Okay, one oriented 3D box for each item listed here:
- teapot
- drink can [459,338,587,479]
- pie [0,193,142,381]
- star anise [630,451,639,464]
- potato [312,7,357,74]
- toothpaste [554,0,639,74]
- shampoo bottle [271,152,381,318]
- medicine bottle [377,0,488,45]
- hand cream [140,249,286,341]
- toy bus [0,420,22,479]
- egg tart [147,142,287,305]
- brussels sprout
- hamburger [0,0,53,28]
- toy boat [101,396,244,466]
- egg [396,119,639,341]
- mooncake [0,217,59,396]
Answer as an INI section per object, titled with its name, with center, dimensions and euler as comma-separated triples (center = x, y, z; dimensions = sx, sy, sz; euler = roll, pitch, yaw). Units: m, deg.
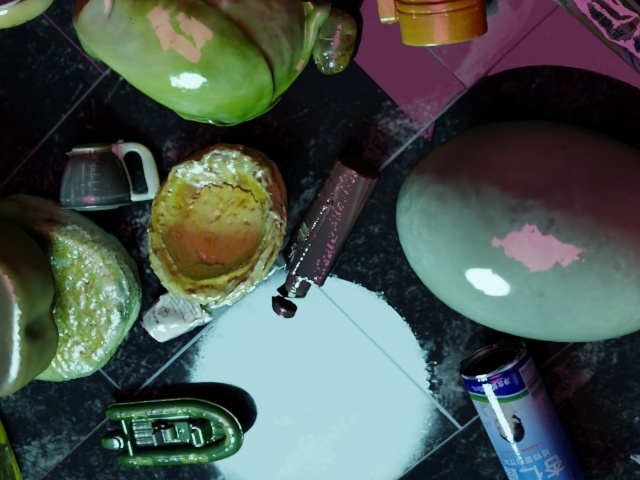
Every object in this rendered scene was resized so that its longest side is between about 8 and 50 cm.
[teapot]
center = -0.281, -0.087, 1.831
dimensions = 0.092, 0.124, 0.090
euler = 5, 100, 56
[drink can]
center = 0.266, 0.248, 1.809
dimensions = 0.097, 0.097, 0.235
euler = -20, 106, 20
[pie]
center = -0.373, 0.069, 1.912
dimensions = 0.277, 0.078, 0.277
euler = 8, 116, 17
[star anise]
center = 0.492, 0.252, 1.772
dimensions = 0.208, 0.063, 0.171
euler = -22, 103, 21
[potato]
center = 0.017, -0.242, 1.705
dimensions = 0.051, 0.040, 0.083
euler = 13, 115, 3
[toothpaste]
center = 0.377, -0.223, 1.624
dimensions = 0.297, 0.048, 0.075
euler = 43, 114, -2
[shampoo bottle]
center = -0.002, -0.001, 1.794
dimensions = 0.067, 0.068, 0.236
euler = 25, 114, -7
[medicine bottle]
center = 0.130, -0.341, 1.598
dimensions = 0.149, 0.112, 0.222
euler = -3, 110, 15
[hand cream]
center = -0.143, 0.063, 1.858
dimensions = 0.248, 0.052, 0.075
euler = -33, 77, 24
[toy bus]
center = -0.546, 0.241, 1.981
dimensions = 0.152, 0.144, 0.330
euler = -10, 110, 17
[egg tart]
center = -0.123, -0.020, 1.778
dimensions = 0.213, 0.090, 0.212
euler = -6, 77, 28
[brussels sprout]
center = -0.132, -0.250, 1.616
dimensions = 0.294, 0.259, 0.227
euler = 23, 81, -30
[hamburger]
center = -0.392, -0.333, 1.711
dimensions = 0.175, 0.175, 0.136
euler = -6, 123, 16
[toy boat]
center = -0.204, 0.268, 1.957
dimensions = 0.210, 0.052, 0.104
euler = -4, 108, 16
[egg]
center = 0.262, -0.011, 1.618
dimensions = 0.352, 0.258, 0.258
euler = 9, 113, 12
[mooncake]
center = -0.453, 0.082, 1.834
dimensions = 0.235, 0.117, 0.234
euler = 11, 116, 23
